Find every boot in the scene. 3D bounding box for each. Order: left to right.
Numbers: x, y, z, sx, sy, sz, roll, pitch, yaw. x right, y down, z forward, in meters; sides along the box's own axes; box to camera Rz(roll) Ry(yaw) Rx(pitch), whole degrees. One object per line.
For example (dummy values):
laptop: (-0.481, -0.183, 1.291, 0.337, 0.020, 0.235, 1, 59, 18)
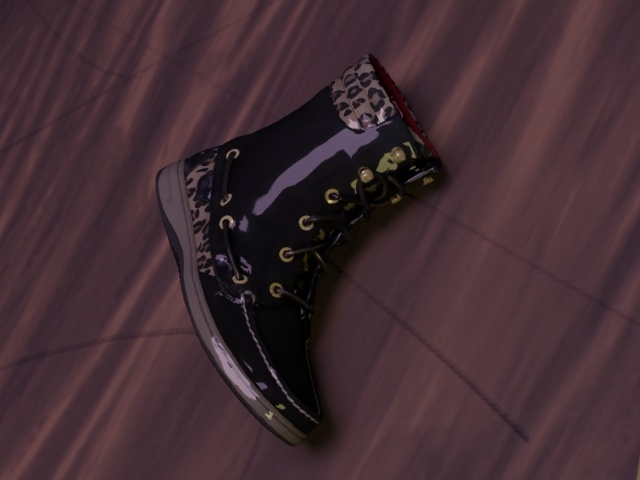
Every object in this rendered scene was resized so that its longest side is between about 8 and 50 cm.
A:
boot: (-0.001, -0.002, 1.240, 0.179, 0.085, 0.236, -32, 51, 12)

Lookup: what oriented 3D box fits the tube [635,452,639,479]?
tube: (0.209, 0.125, 1.050, 0.070, 0.062, 0.240, 141, 141, -67)
